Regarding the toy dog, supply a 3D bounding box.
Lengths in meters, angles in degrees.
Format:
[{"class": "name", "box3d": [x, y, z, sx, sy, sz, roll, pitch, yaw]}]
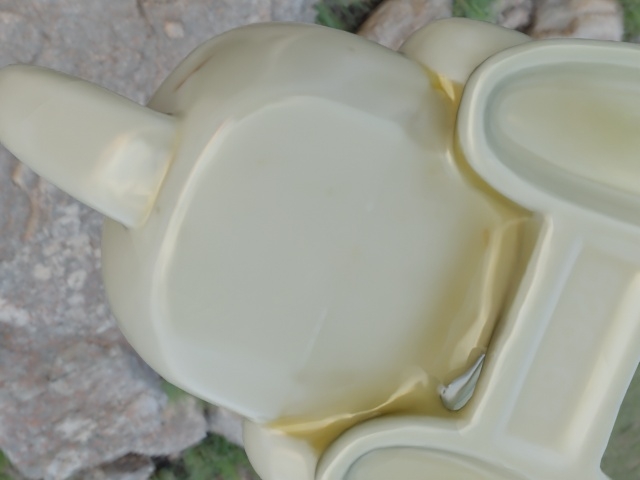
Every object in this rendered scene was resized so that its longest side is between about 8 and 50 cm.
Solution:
[{"class": "toy dog", "box3d": [0.000, 0.000, 0.667, 0.395, 0.408, 0.285, 10, 99, -12]}]
